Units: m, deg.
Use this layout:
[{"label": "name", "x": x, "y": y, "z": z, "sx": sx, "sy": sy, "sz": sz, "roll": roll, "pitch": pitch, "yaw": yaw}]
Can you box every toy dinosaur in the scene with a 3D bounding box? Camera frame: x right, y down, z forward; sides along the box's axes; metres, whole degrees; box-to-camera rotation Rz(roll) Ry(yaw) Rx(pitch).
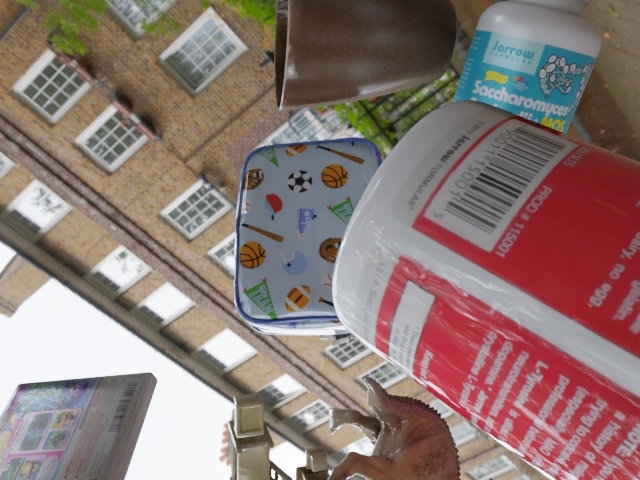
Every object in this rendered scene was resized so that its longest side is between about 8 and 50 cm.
[{"label": "toy dinosaur", "x": 0.115, "y": 0.272, "z": 0.600, "sx": 0.127, "sy": 0.201, "sz": 0.295, "roll": -64, "pitch": -33, "yaw": -82}]

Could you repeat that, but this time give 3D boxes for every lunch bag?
[{"label": "lunch bag", "x": 0.000, "y": 0.000, "z": 0.795, "sx": 0.115, "sy": 0.243, "sz": 0.303, "roll": 77, "pitch": -169, "yaw": -69}]

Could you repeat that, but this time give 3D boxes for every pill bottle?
[{"label": "pill bottle", "x": 0.227, "y": 0.075, "z": 0.380, "sx": 0.408, "sy": 0.229, "sz": 0.229, "roll": 33, "pitch": -171, "yaw": 29}, {"label": "pill bottle", "x": 0.248, "y": -0.193, "z": 0.674, "sx": 0.146, "sy": 0.263, "sz": 0.146, "roll": 11, "pitch": -158, "yaw": -5}]

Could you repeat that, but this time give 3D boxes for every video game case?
[{"label": "video game case", "x": -0.222, "y": 0.183, "z": 0.444, "sx": 0.157, "sy": 0.143, "sz": 0.019, "roll": -84, "pitch": -20, "yaw": -46}]

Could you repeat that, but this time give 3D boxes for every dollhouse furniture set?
[{"label": "dollhouse furniture set", "x": -0.065, "y": 0.321, "z": 0.884, "sx": 0.101, "sy": 0.161, "sz": 0.181, "roll": -153, "pitch": 63, "yaw": -70}]

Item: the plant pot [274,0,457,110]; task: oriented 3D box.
[{"label": "plant pot", "x": 0.059, "y": -0.285, "z": 0.746, "sx": 0.215, "sy": 0.231, "sz": 0.215, "roll": 180, "pitch": 90, "yaw": -81}]
